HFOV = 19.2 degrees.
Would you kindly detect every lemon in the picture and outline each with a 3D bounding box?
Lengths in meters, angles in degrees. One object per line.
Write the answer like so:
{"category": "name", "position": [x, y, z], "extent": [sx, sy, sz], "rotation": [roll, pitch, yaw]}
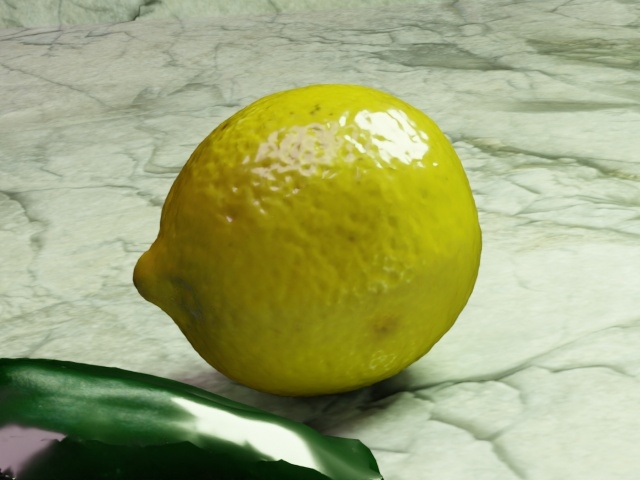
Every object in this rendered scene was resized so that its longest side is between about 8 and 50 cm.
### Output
{"category": "lemon", "position": [-0.008, 0.005, 1.400], "extent": [0.253, 0.228, 0.228], "rotation": [-31, 21, -8]}

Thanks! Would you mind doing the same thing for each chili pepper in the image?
{"category": "chili pepper", "position": [-0.106, 0.123, 0.681], "extent": [0.261, 0.165, 0.174], "rotation": [7, 18, -22]}
